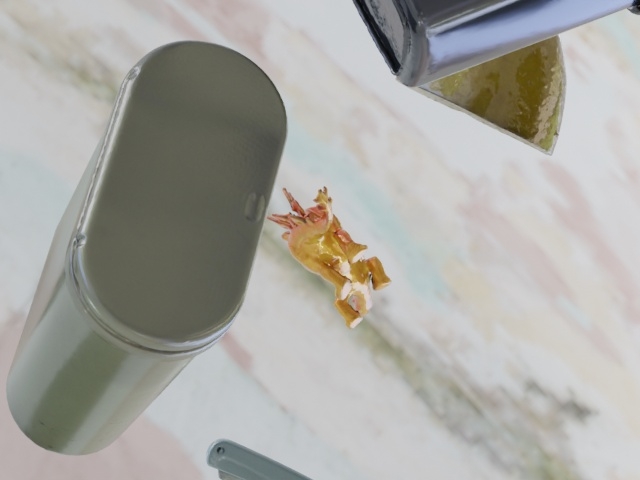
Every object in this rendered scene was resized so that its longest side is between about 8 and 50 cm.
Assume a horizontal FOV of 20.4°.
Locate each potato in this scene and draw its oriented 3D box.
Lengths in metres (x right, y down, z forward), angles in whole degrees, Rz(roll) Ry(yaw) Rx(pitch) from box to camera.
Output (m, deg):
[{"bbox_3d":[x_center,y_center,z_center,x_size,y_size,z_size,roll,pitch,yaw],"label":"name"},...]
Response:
[{"bbox_3d":[0.208,-0.206,2.053,0.178,0.158,0.203,21,-170,-47],"label":"potato"}]

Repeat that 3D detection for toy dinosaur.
[{"bbox_3d":[0.000,0.000,1.747,0.117,0.070,0.288,42,171,29],"label":"toy dinosaur"}]

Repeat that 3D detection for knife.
[{"bbox_3d":[-0.050,0.262,1.929,0.162,0.044,0.023,26,172,-1],"label":"knife"}]

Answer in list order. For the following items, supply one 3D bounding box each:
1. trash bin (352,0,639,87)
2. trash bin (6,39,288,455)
[{"bbox_3d":[0.161,-0.259,1.389,0.182,0.290,0.209,101,144,-74],"label":"trash bin"},{"bbox_3d":[-0.133,0.011,1.277,0.121,0.247,0.243,22,-121,-14],"label":"trash bin"}]
